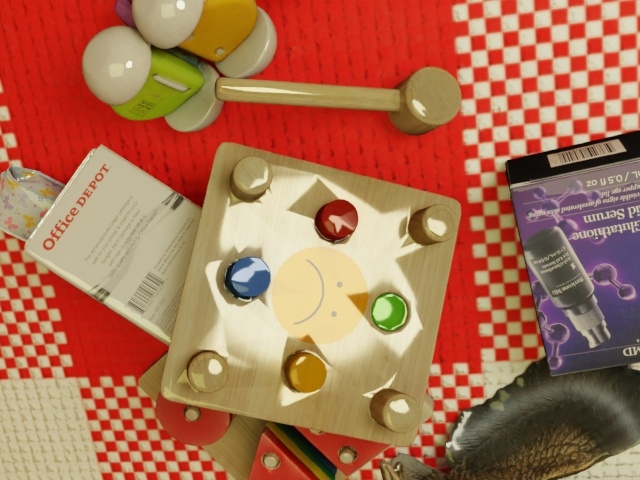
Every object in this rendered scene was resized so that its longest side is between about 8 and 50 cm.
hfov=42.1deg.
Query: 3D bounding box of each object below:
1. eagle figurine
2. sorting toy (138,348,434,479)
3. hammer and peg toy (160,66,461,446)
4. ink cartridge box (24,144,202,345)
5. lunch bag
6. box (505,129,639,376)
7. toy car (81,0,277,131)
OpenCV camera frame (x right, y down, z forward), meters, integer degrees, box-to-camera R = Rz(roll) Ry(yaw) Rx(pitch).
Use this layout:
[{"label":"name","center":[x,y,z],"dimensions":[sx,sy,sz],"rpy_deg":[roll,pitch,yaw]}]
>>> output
[{"label":"eagle figurine","center":[0.224,0.278,0.906],"dimensions":[0.298,0.225,0.226],"rpy_deg":[-22,151,-12]},{"label":"sorting toy","center":[-0.050,0.191,0.954],"dimensions":[0.255,0.089,0.257],"rpy_deg":[-42,98,21]},{"label":"hammer and peg toy","center":[0.000,0.000,0.817],"dimensions":[0.266,0.127,0.361],"rpy_deg":[13,83,-9]},{"label":"ink cartridge box","center":[-0.192,0.011,0.891],"dimensions":[0.191,0.082,0.139],"rpy_deg":[33,79,0]},{"label":"lunch bag","center":[-0.327,-0.040,0.945],"dimensions":[0.083,0.053,0.071],"rpy_deg":[26,115,-9]},{"label":"box","center":[0.277,0.011,0.816],"dimensions":[0.153,0.108,0.207],"rpy_deg":[-13,106,14]},{"label":"toy car","center":[-0.148,-0.203,0.816],"dimensions":[0.182,0.159,0.136],"rpy_deg":[-42,63,21]}]
